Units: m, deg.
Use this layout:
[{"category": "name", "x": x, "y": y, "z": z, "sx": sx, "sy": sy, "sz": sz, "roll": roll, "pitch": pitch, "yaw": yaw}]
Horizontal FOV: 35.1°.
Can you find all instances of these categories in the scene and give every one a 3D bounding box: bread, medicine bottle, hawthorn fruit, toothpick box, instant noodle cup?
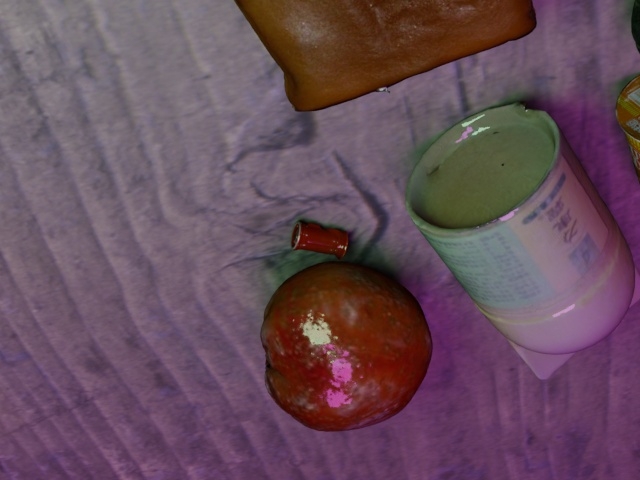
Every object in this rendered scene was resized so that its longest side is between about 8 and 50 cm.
[{"category": "bread", "x": 0.057, "y": -0.327, "z": 1.166, "sx": 0.324, "sy": 0.143, "sz": 0.333, "roll": -20, "pitch": 140, "yaw": 12}, {"category": "medicine bottle", "x": 0.318, "y": 0.024, "z": 1.465, "sx": 0.236, "sy": 0.235, "sz": 0.406, "roll": -28, "pitch": 127, "yaw": 19}, {"category": "hawthorn fruit", "x": 0.030, "y": 0.162, "z": 1.563, "sx": 0.284, "sy": 0.284, "sz": 0.284, "roll": -2, "pitch": 131, "yaw": -3}, {"category": "toothpick box", "x": 0.000, "y": 0.000, "z": 1.543, "sx": 0.083, "sy": 0.047, "sz": 0.047, "roll": 12, "pitch": 129, "yaw": -16}, {"category": "instant noodle cup", "x": 0.505, "y": -0.128, "z": 1.414, "sx": 0.168, "sy": 0.168, "sz": 0.185, "roll": -16, "pitch": 139, "yaw": 9}]

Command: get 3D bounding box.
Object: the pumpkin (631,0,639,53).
[{"category": "pumpkin", "x": 0.476, "y": -0.285, "z": 1.281, "sx": 0.167, "sy": 0.125, "sz": 0.167, "roll": 5, "pitch": 131, "yaw": 5}]
